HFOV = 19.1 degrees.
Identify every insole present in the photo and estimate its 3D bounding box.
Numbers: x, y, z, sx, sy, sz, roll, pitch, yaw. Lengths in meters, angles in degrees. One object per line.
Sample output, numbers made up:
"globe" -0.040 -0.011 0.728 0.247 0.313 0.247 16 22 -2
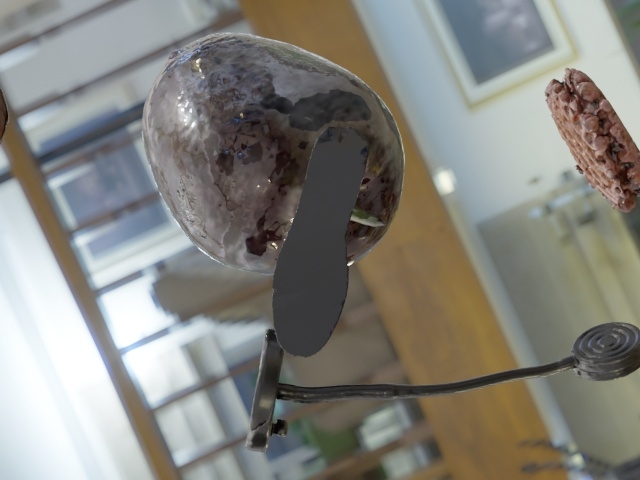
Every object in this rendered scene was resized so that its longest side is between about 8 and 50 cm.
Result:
"insole" 0.000 0.000 1.502 0.004 0.064 0.188 30 -107 -72

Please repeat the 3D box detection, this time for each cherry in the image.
"cherry" -0.042 -0.081 1.853 0.255 0.218 0.296 -10 -136 -43

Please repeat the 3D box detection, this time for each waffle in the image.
"waffle" 0.147 -0.055 1.008 0.083 0.029 0.075 59 177 -14

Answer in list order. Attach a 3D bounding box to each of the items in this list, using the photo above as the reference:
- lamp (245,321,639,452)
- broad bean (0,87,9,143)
"lamp" 0.105 0.105 1.709 0.130 0.371 0.108 -83 -18 -65
"broad bean" -0.343 -0.060 1.435 0.156 0.228 0.122 49 164 0
